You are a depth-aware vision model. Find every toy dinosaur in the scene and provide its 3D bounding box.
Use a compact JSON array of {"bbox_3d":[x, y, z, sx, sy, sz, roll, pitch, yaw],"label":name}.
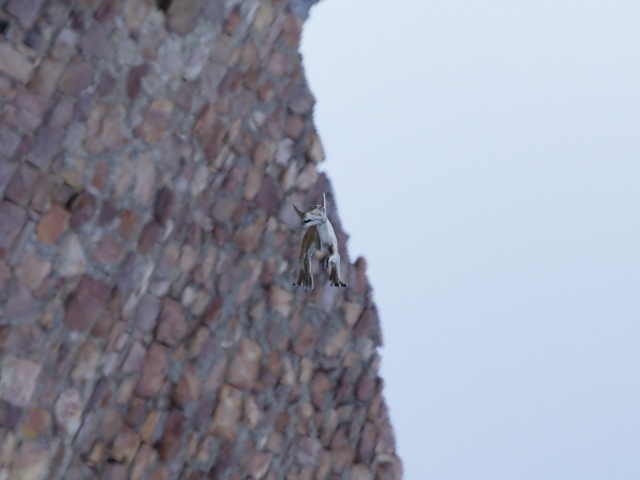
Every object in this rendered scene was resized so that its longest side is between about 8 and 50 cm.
[{"bbox_3d":[0.000,0.000,1.014,0.183,0.053,0.093,-169,-99,-86],"label":"toy dinosaur"}]
